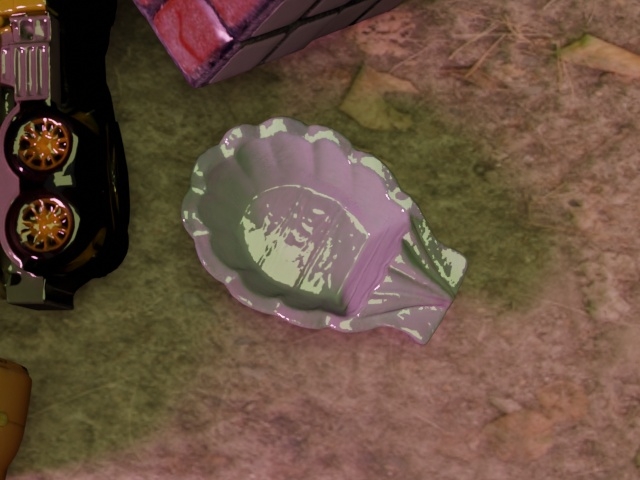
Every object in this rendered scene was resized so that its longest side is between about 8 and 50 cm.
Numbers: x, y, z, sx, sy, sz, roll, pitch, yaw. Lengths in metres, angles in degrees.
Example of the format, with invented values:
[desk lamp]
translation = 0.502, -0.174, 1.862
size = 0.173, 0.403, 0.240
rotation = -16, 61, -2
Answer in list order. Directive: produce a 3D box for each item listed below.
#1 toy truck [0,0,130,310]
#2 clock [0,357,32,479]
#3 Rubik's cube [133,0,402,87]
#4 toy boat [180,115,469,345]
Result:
[toy truck]
translation = -0.316, -0.134, 1.668
size = 0.254, 0.180, 0.405
rotation = -3, 83, 7
[clock]
translation = -0.416, 0.162, 1.549
size = 0.244, 0.317, 0.200
rotation = 4, 82, 35
[Rubik's cube]
translation = -0.019, -0.396, 1.603
size = 0.337, 0.344, 0.344
rotation = -25, 81, -45
[toy boat]
translation = 0.000, 0.000, 1.717
size = 0.290, 0.100, 0.199
rotation = 29, 79, 0
